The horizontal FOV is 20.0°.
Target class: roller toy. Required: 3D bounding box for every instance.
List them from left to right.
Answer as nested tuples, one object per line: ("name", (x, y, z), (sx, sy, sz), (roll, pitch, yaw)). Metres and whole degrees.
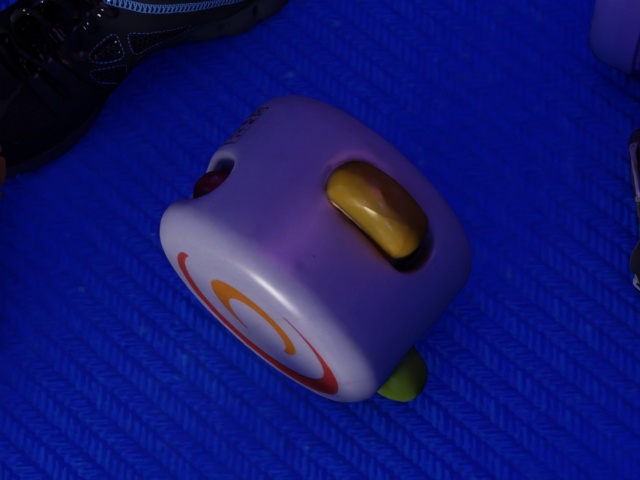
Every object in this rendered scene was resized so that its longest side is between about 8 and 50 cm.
("roller toy", (0.000, 0.000, 1.236), (0.191, 0.209, 0.146), (31, 72, 31))

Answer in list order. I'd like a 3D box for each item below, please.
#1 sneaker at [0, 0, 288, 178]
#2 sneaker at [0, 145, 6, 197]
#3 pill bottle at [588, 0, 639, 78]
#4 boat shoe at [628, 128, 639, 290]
("sneaker", (-0.175, -0.173, 1.357), (0.341, 0.140, 0.125), (-35, 71, -8))
("sneaker", (-0.275, 0.022, 1.290), (0.084, 0.083, 0.215), (4, 94, 3))
("pill bottle", (0.358, -0.157, 1.288), (0.301, 0.169, 0.169), (21, 71, 13))
("boat shoe", (0.259, 0.017, 1.281), (0.070, 0.077, 0.219), (-17, 66, 36))
